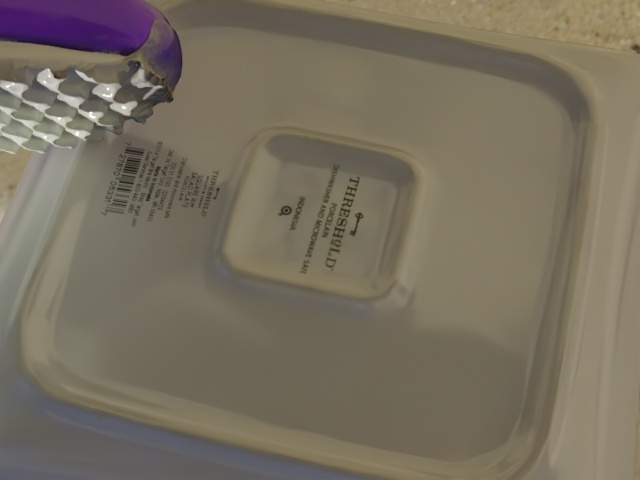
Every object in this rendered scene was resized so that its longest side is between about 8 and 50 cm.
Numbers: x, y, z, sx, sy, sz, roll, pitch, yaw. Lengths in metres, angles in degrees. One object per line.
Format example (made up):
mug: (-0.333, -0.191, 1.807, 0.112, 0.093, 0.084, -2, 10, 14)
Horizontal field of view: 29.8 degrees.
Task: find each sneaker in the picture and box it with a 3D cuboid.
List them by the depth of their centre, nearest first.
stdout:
sneaker: (-0.191, -0.123, 0.461, 0.293, 0.146, 0.102, 8, 172, 9)

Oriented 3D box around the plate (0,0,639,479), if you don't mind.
plate: (0.000, 0.000, 0.486, 0.278, 0.277, 0.045, 12, 151, 7)
